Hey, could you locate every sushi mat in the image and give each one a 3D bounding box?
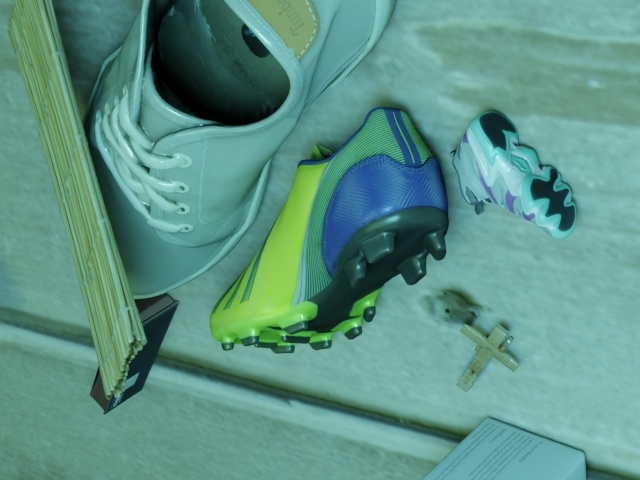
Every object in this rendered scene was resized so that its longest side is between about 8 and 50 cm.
[{"bbox_3d":[-0.184,-0.046,1.377,0.151,0.019,0.317,127,128,-66],"label":"sushi mat"}]

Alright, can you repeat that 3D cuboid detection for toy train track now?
[{"bbox_3d":[0.117,0.081,1.314,0.048,0.014,0.083,38,143,8],"label":"toy train track"}]

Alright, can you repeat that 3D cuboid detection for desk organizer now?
[{"bbox_3d":[-0.168,0.084,1.564,0.050,0.047,0.130,44,139,16],"label":"desk organizer"}]

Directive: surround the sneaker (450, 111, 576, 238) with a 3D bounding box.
[{"bbox_3d":[0.122,-0.030,1.216,0.098,0.038,0.069,55,142,14],"label":"sneaker"}]

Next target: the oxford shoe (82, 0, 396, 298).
[{"bbox_3d":[-0.101,-0.083,1.324,0.169,0.130,0.449,48,141,3],"label":"oxford shoe"}]

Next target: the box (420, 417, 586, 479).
[{"bbox_3d":[0.129,0.201,1.316,0.087,0.101,0.102,17,129,35],"label":"box"}]

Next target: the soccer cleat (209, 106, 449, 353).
[{"bbox_3d":[0.001,0.000,1.333,0.289,0.093,0.121,-39,57,54],"label":"soccer cleat"}]
